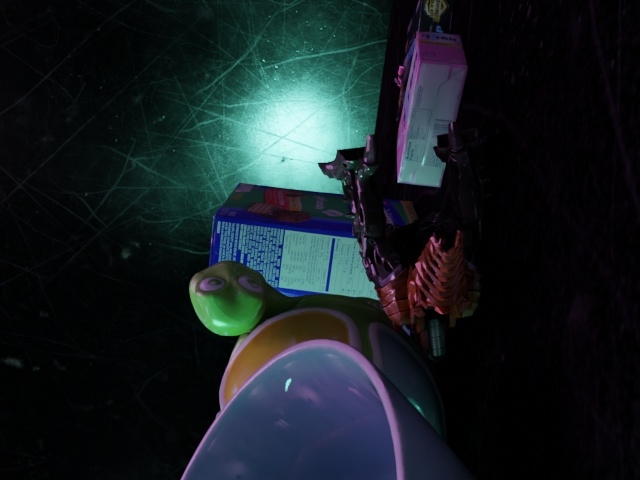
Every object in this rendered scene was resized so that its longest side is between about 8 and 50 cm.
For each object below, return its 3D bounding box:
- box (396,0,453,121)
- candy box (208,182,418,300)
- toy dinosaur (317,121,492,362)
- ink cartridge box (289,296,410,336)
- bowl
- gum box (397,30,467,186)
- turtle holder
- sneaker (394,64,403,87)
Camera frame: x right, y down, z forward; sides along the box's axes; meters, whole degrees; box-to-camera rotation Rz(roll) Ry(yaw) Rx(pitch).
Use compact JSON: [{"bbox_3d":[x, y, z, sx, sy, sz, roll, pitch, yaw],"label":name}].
[{"bbox_3d":[0.167,-0.290,1.102,0.220,0.051,0.175,-68,-15,-87],"label":"box"},{"bbox_3d":[0.000,0.000,1.099,0.268,0.318,0.122,-86,4,-75],"label":"candy box"},{"bbox_3d":[0.107,0.010,0.648,0.322,0.165,0.218,160,103,-70],"label":"toy dinosaur"},{"bbox_3d":[0.038,0.171,1.091,0.085,0.203,0.148,93,-177,-47],"label":"ink cartridge box"},{"bbox_3d":[0.011,0.245,0.476,0.311,0.163,0.311,-43,28,31],"label":"bowl"},{"bbox_3d":[0.146,-0.173,0.922,0.107,0.062,0.188,-83,-1,-53],"label":"gum box"},{"bbox_3d":[0.008,0.164,0.705,0.227,0.244,0.320,-86,-9,-79],"label":"turtle holder"},{"bbox_3d":[0.165,-0.288,1.264,0.047,0.057,0.119,99,177,-49],"label":"sneaker"}]
